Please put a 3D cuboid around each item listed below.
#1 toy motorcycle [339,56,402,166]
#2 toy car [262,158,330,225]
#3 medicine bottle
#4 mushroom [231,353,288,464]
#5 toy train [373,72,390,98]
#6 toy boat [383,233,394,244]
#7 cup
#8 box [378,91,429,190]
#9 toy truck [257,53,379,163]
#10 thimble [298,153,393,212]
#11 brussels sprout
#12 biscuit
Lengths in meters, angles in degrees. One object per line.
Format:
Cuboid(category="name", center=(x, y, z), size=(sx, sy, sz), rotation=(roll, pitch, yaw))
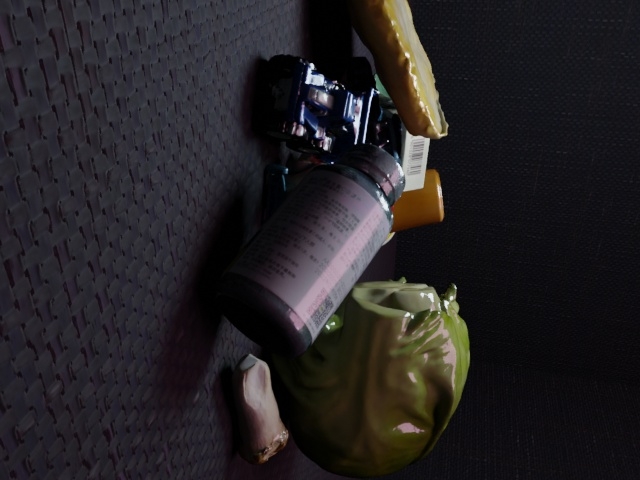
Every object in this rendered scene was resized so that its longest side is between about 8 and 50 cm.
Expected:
Cuboid(category="toy motorcycle", center=(0.080, -0.173, 1.246), size=(0.232, 0.172, 0.416), rotation=(108, -23, -77))
Cuboid(category="toy car", center=(-0.006, -0.057, 0.883), size=(0.098, 0.161, 0.126), rotation=(-13, 112, -66))
Cuboid(category="medicine bottle", center=(0.000, 0.000, 0.756), size=(0.293, 0.141, 0.141), rotation=(-51, 153, -27))
Cuboid(category="mushroom", center=(-0.096, 0.240, 0.839), size=(0.084, 0.071, 0.209), rotation=(-33, 134, -32))
Cuboid(category="toy train", center=(0.155, -0.348, 1.508), size=(0.125, 0.080, 0.194), rotation=(112, -20, -51))
Cuboid(category="toy boat", center=(0.183, -0.108, 1.795), size=(0.141, 0.140, 0.269), rotation=(85, 19, -45))
Cuboid(category="cup", center=(0.165, -0.109, 1.446), size=(0.226, 0.264, 0.182), rotation=(-87, 166, -47))
Cuboid(category="box", center=(0.150, -0.239, 1.346), size=(0.256, 0.069, 0.164), rotation=(46, -40, 50))
Cuboid(category="toy truck", center=(0.008, -0.186, 0.850), size=(0.208, 0.126, 0.113), rotation=(11, 87, -61))
Cuboid(category="thimble", center=(0.039, -0.078, 1.007), size=(0.163, 0.189, 0.125), rotation=(-38, 169, 3))
Cuboid(category="brussels sprout", center=(0.103, 0.258, 1.095), size=(0.425, 0.342, 0.361), rotation=(-1, 91, -67))
Cuboid(category="biscuit", center=(0.131, -0.422, 1.145), size=(0.446, 0.104, 0.429), rotation=(56, 24, -34))
